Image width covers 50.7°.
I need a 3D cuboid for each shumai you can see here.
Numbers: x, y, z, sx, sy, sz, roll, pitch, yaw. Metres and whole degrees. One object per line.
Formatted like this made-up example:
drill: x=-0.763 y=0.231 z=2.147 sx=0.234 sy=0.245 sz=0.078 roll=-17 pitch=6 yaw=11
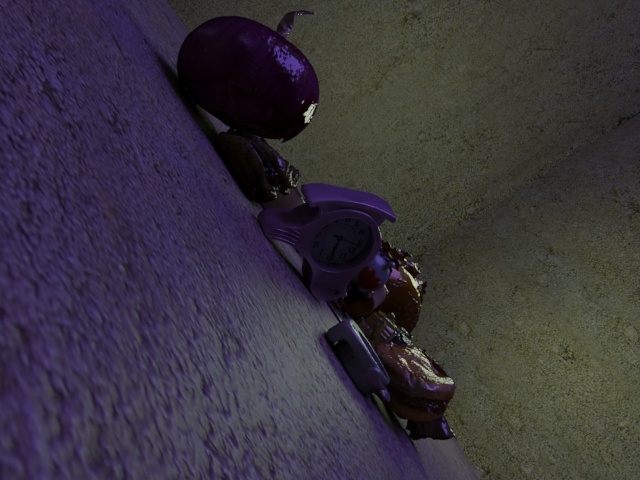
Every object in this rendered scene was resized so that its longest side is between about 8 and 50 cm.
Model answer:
shumai: x=0.252 y=0.424 z=1.688 sx=0.209 sy=0.161 sz=0.153 roll=-72 pitch=153 yaw=-75

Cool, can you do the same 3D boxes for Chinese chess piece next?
Chinese chess piece: x=-0.133 y=-0.160 z=1.826 sx=0.251 sy=0.097 sz=0.251 roll=57 pitch=3 yaw=-4

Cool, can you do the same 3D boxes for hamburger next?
hamburger: x=0.213 y=0.162 z=2.276 sx=0.445 sy=0.287 sz=0.268 roll=52 pitch=7 yaw=-33
hamburger: x=-0.158 y=-0.176 z=1.611 sx=0.206 sy=0.130 sz=0.183 roll=39 pitch=-2 yaw=11
hamburger: x=0.206 y=0.319 z=1.544 sx=0.214 sy=0.108 sz=0.214 roll=23 pitch=20 yaw=-9
hamburger: x=0.106 y=0.124 z=2.030 sx=0.210 sy=0.173 sz=0.116 roll=56 pitch=28 yaw=-10

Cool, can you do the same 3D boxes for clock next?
clock: x=0.088 y=0.256 z=1.421 sx=0.191 sy=0.062 sz=0.151 roll=58 pitch=3 yaw=9
clock: x=-0.009 y=0.002 z=1.545 sx=0.290 sy=0.275 sz=0.080 roll=13 pitch=29 yaw=-26

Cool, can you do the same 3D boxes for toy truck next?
toy truck: x=0.172 y=0.279 z=1.967 sx=0.157 sy=0.124 sz=0.272 roll=47 pitch=6 yaw=4

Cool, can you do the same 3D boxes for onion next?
onion: x=-0.173 y=-0.417 z=1.651 sx=0.358 sy=0.358 sz=0.345 roll=-63 pitch=155 yaw=-86

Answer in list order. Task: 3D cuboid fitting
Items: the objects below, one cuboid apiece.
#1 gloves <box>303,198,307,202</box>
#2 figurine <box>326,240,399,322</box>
gloves: x=-0.085 y=-0.118 z=2.076 sx=0.135 sy=0.107 sz=0.268 roll=63 pitch=22 yaw=12
figurine: x=0.105 y=0.087 z=1.844 sx=0.183 sy=0.226 sz=0.160 roll=57 pitch=5 yaw=-4
